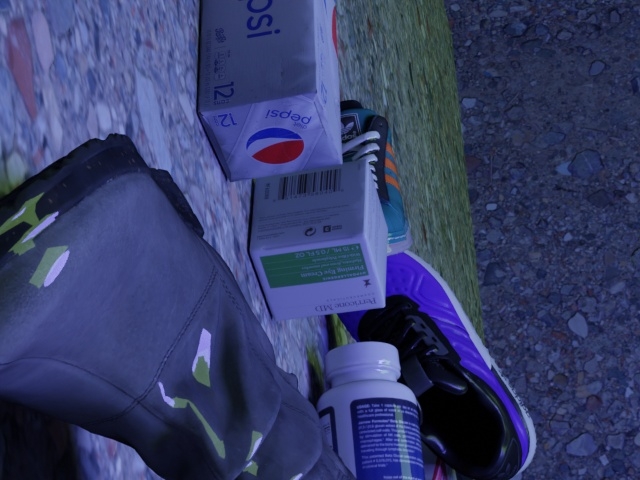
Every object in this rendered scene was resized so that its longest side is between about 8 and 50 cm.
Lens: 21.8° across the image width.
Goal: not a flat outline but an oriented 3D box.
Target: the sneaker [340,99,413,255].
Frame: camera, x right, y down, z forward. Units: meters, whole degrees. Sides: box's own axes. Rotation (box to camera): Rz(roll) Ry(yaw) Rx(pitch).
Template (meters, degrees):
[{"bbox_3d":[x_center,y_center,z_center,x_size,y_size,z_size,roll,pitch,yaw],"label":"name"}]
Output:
[{"bbox_3d":[0.024,-0.060,1.621,0.302,0.108,0.121,-95,172,-74],"label":"sneaker"}]

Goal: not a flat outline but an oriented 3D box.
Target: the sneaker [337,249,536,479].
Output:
[{"bbox_3d":[0.100,0.114,1.614,0.293,0.102,0.146,50,15,8],"label":"sneaker"}]

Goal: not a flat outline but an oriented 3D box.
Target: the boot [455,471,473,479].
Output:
[{"bbox_3d":[0.122,0.219,1.913,0.246,0.094,0.207,-81,157,-43],"label":"boot"}]

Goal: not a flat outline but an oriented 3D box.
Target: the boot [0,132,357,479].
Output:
[{"bbox_3d":[-0.056,0.076,0.725,0.222,0.118,0.338,55,11,3],"label":"boot"}]

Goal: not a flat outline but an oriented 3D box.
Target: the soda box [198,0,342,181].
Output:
[{"bbox_3d":[-0.040,-0.188,1.369,0.091,0.098,0.286,69,14,-50],"label":"soda box"}]

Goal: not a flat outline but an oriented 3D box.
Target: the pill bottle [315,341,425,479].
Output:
[{"bbox_3d":[0.045,0.183,1.509,0.094,0.094,0.169,59,24,-65],"label":"pill bottle"}]

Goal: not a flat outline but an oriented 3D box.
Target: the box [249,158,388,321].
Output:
[{"bbox_3d":[0.000,0.000,1.405,0.102,0.101,0.087,-87,164,-47],"label":"box"}]

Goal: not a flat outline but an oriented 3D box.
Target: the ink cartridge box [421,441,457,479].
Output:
[{"bbox_3d":[0.097,0.333,1.652,0.172,0.100,0.237,-51,130,-77],"label":"ink cartridge box"}]
